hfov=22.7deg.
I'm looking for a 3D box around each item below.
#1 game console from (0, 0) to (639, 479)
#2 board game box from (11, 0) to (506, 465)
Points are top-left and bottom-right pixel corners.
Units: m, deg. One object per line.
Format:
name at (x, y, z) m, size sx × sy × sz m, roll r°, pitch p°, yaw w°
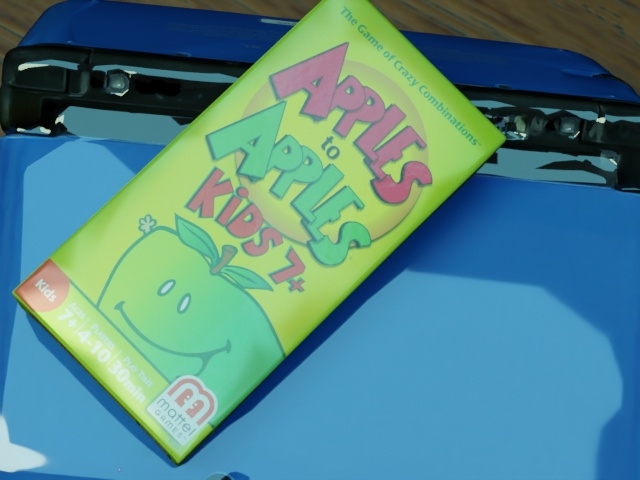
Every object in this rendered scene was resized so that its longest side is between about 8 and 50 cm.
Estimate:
game console at (0.000, 0.000, 0.738) m, size 0.293 × 0.250 × 0.173 m, roll 6°, pitch 106°, yaw -5°
board game box at (-0.023, -0.007, 0.634) m, size 0.092 × 0.043 × 0.181 m, roll 45°, pitch 79°, yaw 4°
